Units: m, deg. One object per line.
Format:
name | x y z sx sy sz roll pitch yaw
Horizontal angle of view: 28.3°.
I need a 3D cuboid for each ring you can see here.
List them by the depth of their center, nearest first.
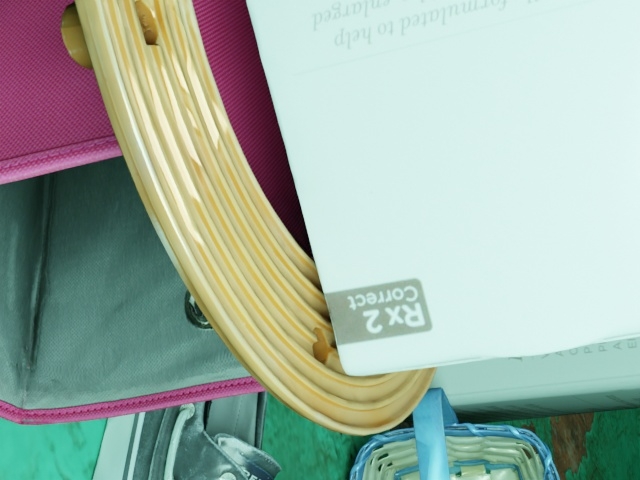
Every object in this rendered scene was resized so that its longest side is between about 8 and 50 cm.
ring | -0.013 -0.088 0.517 0.336 0.032 0.337 -11 90 -67

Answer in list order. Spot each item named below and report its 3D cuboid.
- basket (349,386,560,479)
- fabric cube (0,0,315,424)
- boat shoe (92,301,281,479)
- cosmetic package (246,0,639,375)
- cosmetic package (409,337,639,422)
basket | 0.120 0.269 1.116 0.289 0.201 0.255 41 43 -71
fabric cube | -0.115 -0.077 0.641 0.259 0.254 0.258 43 40 -55
boat shoe | -0.077 0.158 0.822 0.108 0.102 0.301 51 36 -49
cosmetic package | 0.087 -0.053 0.497 0.183 0.151 0.151 -34 111 -67
cosmetic package | 0.239 0.004 1.259 0.329 0.393 0.327 23 61 -65
